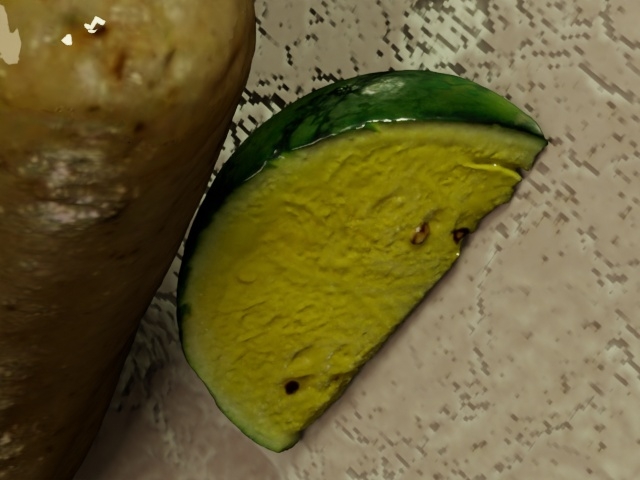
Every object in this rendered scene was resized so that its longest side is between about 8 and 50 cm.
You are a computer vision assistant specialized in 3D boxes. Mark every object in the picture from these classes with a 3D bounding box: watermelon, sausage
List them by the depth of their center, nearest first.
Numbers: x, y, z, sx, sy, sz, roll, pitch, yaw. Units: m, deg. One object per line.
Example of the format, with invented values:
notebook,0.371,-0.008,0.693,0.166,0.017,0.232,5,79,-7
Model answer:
watermelon,-0.008,-0.001,0.674,0.092,0.075,0.181,50,123,15
sausage,-0.137,0.037,0.711,0.123,0.136,0.501,20,139,-9
